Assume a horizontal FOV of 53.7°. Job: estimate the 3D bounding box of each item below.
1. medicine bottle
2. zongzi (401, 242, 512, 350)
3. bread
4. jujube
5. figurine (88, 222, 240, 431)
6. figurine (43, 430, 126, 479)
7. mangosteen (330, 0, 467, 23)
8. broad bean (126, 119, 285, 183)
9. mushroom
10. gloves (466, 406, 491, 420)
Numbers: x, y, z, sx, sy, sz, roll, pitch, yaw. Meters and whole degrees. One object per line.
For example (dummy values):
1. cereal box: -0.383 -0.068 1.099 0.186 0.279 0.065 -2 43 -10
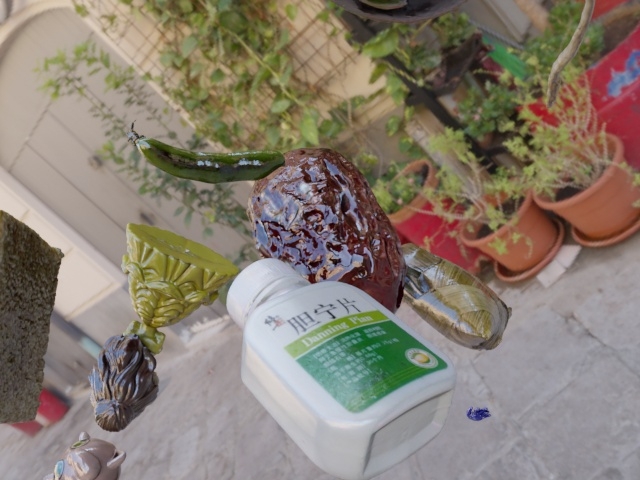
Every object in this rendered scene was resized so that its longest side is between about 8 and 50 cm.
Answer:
1. medicine bottle: 0.004 0.084 0.473 0.119 0.069 0.183 -18 37 -34
2. zongzi: 0.227 0.107 1.217 0.134 0.286 0.288 -60 -18 8
3. bread: -0.395 0.093 0.732 0.184 0.111 0.234 84 -170 -74
4. jujube: 0.000 0.000 1.097 0.258 0.258 0.376 -39 42 20
5. figurine: -0.289 0.152 1.050 0.168 0.187 0.315 35 102 52
6. figurine: -0.425 0.420 1.152 0.138 0.125 0.125 -2 44 47
7. mangosteen: 0.078 -0.386 0.711 0.300 0.300 0.300 -41 17 15
8. broad bean: -0.159 -0.115 0.895 0.039 0.227 0.069 176 104 -69
9. mushroom: 0.241 -0.186 0.620 0.026 0.028 0.286 -14 -16 13
10. gloves: 0.491 0.541 1.982 0.086 0.064 0.026 -34 28 47
